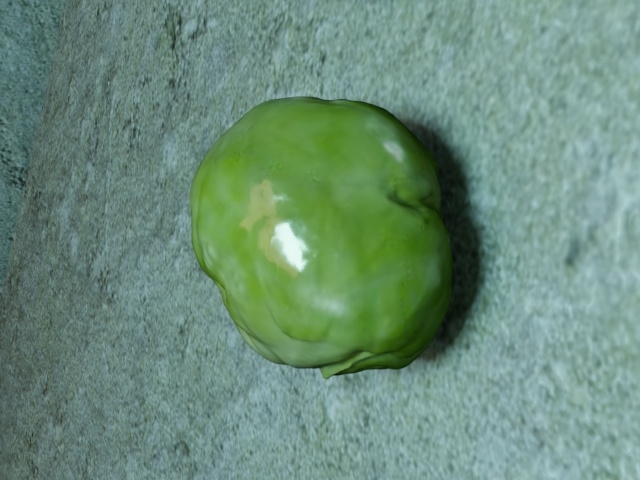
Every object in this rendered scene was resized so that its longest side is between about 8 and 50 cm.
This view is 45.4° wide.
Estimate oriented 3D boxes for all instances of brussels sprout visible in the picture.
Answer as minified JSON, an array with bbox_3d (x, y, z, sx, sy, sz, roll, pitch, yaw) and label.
[{"bbox_3d":[-0.001,-0.011,0.774,0.316,0.242,0.274,16,125,59],"label":"brussels sprout"}]
